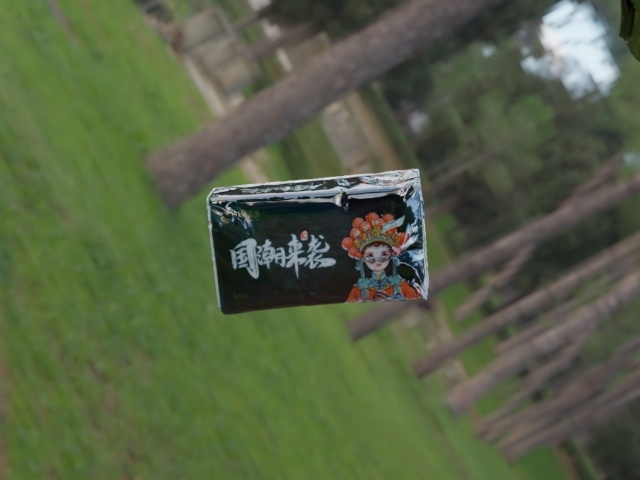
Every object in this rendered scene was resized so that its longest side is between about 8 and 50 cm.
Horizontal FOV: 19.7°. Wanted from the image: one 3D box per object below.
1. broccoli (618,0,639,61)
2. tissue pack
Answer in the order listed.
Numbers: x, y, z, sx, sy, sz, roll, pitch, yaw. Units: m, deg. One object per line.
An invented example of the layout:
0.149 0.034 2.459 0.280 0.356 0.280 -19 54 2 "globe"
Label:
0.132 -0.195 0.831 0.177 0.199 0.274 29 -55 42 "broccoli"
-0.001 0.001 1.468 0.090 0.170 0.103 -78 163 -73 "tissue pack"
